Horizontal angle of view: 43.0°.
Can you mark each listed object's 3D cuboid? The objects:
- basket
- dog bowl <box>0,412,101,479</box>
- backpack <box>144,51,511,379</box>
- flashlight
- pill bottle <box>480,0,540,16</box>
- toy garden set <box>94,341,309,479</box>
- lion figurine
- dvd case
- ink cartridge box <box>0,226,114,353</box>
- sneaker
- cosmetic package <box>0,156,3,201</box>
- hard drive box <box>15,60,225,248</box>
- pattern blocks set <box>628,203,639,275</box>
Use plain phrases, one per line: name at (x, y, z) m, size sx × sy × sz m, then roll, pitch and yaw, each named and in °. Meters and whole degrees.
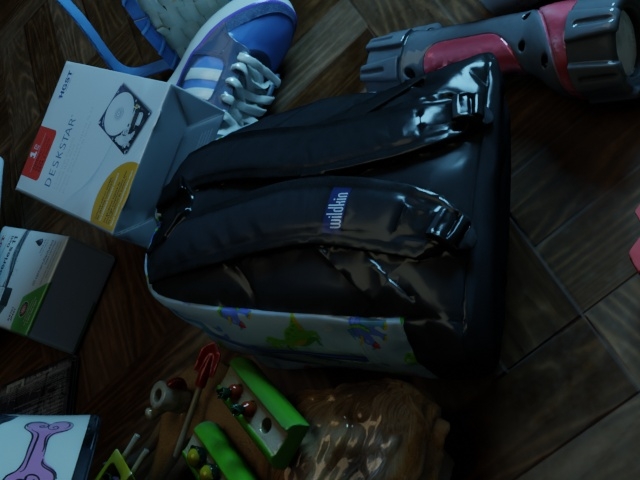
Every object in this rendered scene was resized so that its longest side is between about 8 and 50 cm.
basket at (-0.220, -0.339, 1.144) m, size 0.288 × 0.255 × 0.201 m, roll -12°, pitch 59°, yaw 14°
dog bowl at (-0.350, 0.354, 0.799) m, size 0.408 × 0.150 × 0.408 m, roll -162°, pitch 90°, yaw -77°
backpack at (0.000, 0.000, 0.779) m, size 0.355 × 0.273 × 0.290 m, roll -1°, pitch 63°, yaw 19°
flashlight at (0.173, -0.177, 0.818) m, size 0.304 × 0.103 × 0.103 m, roll 0°, pitch 109°, yaw 44°
pill bottle at (0.255, -0.327, 0.798) m, size 0.229 × 0.131 × 0.131 m, roll -21°, pitch 55°, yaw 31°
toy garden set at (-0.134, 0.207, 0.723) m, size 0.204 × 0.049 × 0.244 m, roll 37°, pitch 101°, yaw 51°
lion figurine at (-0.067, 0.199, 0.773) m, size 0.392 × 0.142 × 0.240 m, roll 18°, pitch 94°, yaw 38°
dvd case at (-0.398, 0.282, 1.115) m, size 0.164 × 0.018 × 0.221 m, roll -24°, pitch 53°, yaw 29°
ink cartridge box at (-0.418, 0.068, 1.200) m, size 0.208 × 0.087 × 0.153 m, roll 6°, pitch 71°, yaw 44°
sneaker at (-0.107, -0.139, 1.028) m, size 0.323 × 0.130 × 0.236 m, roll -44°, pitch 54°, yaw 9°
cosmetic package at (-0.742, 0.031, 1.266) m, size 0.394 × 0.327 × 0.329 m, roll -50°, pitch 35°, yaw 20°
hard drive box at (-0.245, -0.104, 0.977) m, size 0.232 × 0.089 × 0.181 m, roll 19°, pitch 87°, yaw 42°
pattern blocks set at (0.389, -0.112, 0.618) m, size 0.285 × 0.026 × 0.325 m, roll 1°, pitch 63°, yaw 43°
